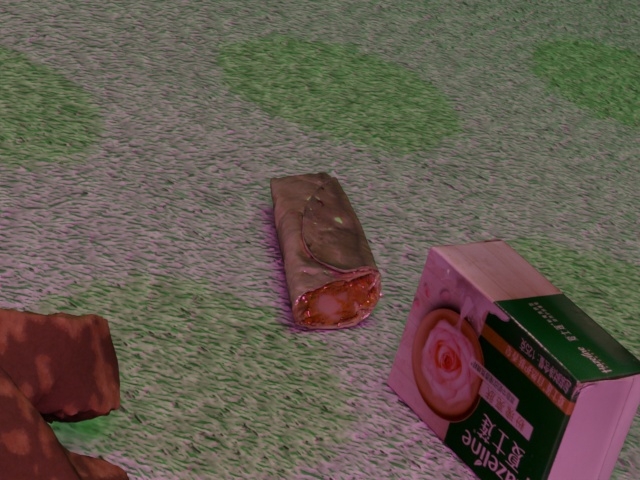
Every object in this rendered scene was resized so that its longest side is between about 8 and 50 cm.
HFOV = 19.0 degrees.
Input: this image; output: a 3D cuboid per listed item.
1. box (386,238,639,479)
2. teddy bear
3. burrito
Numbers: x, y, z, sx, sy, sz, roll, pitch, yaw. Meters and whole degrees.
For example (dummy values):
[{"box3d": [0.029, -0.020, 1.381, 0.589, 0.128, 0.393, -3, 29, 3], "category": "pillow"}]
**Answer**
[{"box3d": [0.149, 0.105, 1.473, 0.081, 0.135, 0.199, -3, 32, -34], "category": "box"}, {"box3d": [-0.269, 0.139, 1.183, 0.296, 0.223, 0.246, 31, 39, -57], "category": "teddy bear"}, {"box3d": [0.000, 0.000, 1.667, 0.087, 0.060, 0.226, 4, 30, -14], "category": "burrito"}]
